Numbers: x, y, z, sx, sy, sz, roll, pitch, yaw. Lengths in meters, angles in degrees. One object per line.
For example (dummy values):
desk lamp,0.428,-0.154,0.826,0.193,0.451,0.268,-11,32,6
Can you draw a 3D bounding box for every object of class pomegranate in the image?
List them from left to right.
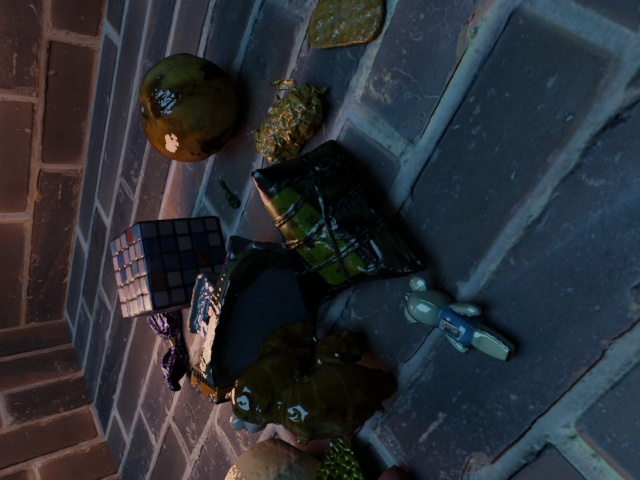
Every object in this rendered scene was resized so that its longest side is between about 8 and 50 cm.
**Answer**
pomegranate,-0.401,-0.400,1.456,0.322,0.322,0.321,8,100,48

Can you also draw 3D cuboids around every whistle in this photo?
whistle,0.261,0.154,0.920,0.236,0.077,0.113,28,124,37

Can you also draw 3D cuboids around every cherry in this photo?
cherry,0.169,0.610,1.040,0.107,0.090,0.225,-7,70,12

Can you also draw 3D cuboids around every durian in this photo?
durian,0.078,0.649,1.147,0.159,0.169,0.351,-10,88,24

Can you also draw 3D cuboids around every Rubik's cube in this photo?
Rubik's cube,-0.510,0.093,1.631,0.292,0.287,0.292,-23,78,47

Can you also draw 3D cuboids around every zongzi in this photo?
zongzi,0.000,0.000,1.095,0.383,0.319,0.362,52,130,8

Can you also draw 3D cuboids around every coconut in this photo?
coconut,-0.126,0.681,1.263,0.329,0.329,0.328,8,100,48

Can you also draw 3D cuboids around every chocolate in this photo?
chocolate,-0.589,0.423,1.902,0.148,0.126,0.343,89,163,-79

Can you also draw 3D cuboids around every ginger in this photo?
ginger,-0.014,0.320,1.095,0.358,0.274,0.152,9,128,17

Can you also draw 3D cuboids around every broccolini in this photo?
broccolini,-0.299,-0.155,1.563,0.035,0.030,0.139,-54,51,27

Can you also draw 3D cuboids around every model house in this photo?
model house,-0.224,0.147,1.292,0.339,0.298,0.359,27,107,47

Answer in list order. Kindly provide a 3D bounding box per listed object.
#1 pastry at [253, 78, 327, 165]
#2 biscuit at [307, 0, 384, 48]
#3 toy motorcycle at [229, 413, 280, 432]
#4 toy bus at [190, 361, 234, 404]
pastry,-0.082,-0.312,1.232,0.250,0.103,0.154,-49,58,43
biscuit,0.051,-0.510,1.112,0.247,0.029,0.118,17,106,47
toy motorcycle,-0.129,0.445,1.288,0.341,0.223,0.107,-32,73,44
toy bus,-0.374,0.488,1.671,0.182,0.091,0.103,13,102,46
